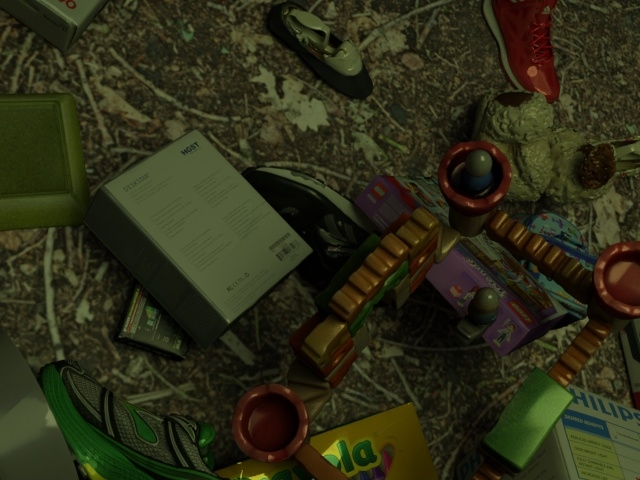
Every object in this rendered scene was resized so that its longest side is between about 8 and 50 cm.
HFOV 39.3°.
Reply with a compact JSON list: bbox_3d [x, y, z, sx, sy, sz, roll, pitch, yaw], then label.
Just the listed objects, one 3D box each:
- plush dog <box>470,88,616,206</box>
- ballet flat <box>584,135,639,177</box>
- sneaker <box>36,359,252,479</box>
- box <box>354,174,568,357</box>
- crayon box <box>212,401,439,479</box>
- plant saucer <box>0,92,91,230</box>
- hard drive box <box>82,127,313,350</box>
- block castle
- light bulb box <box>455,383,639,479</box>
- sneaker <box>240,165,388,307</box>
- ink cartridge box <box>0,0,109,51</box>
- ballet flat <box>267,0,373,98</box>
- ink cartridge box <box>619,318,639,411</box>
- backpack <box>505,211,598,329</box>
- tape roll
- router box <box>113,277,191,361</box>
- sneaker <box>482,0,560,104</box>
[{"bbox_3d":[0.345,-0.118,1.395,0.226,0.262,0.210,13,100,3],"label":"plush dog"},{"bbox_3d":[0.502,-0.149,1.549,0.241,0.077,0.091,-11,80,-26],"label":"ballet flat"},{"bbox_3d":[-0.204,0.244,1.013,0.146,0.134,0.344,-33,52,-30],"label":"sneaker"},{"bbox_3d":[0.201,0.025,1.258,0.293,0.057,0.201,48,23,19],"label":"box"},{"bbox_3d":[-0.002,0.410,1.130,0.363,0.106,0.313,-14,81,-27],"label":"crayon box"},{"bbox_3d":[-0.394,-0.109,1.143,0.188,0.045,0.188,-6,77,-26],"label":"plant saucer"},{"bbox_3d":[-0.156,-0.006,1.161,0.232,0.089,0.181,47,49,3],"label":"hard drive box"},{"bbox_3d":[0.144,0.130,1.010,0.303,0.213,0.453,37,79,17],"label":"block castle"},{"bbox_3d":[0.401,0.421,1.164,0.358,0.225,0.361,22,34,-17],"label":"light bulb box"},{"bbox_3d":[0.000,0.000,1.261,0.283,0.107,0.124,28,70,-15],"label":"sneaker"},{"bbox_3d":[-0.347,-0.385,1.225,0.153,0.087,0.208,36,62,-11],"label":"ink cartridge box"},{"bbox_3d":[0.008,-0.295,1.371,0.203,0.074,0.074,38,63,-10],"label":"ballet flat"},{"bbox_3d":[0.597,0.141,1.421,0.131,0.226,0.306,-3,75,-27],"label":"ink cartridge box"},{"bbox_3d":[0.360,0.032,1.408,0.158,0.117,0.173,28,62,-16],"label":"backpack"},{"bbox_3d":[-0.340,0.208,0.973,0.072,0.219,0.219,-26,86,-28],"label":"tape roll"},{"bbox_3d":[-0.207,0.088,1.173,0.092,0.038,0.122,22,66,-18],"label":"router box"},{"bbox_3d":[0.363,-0.346,1.516,0.087,0.128,0.221,-28,86,-28],"label":"sneaker"}]
